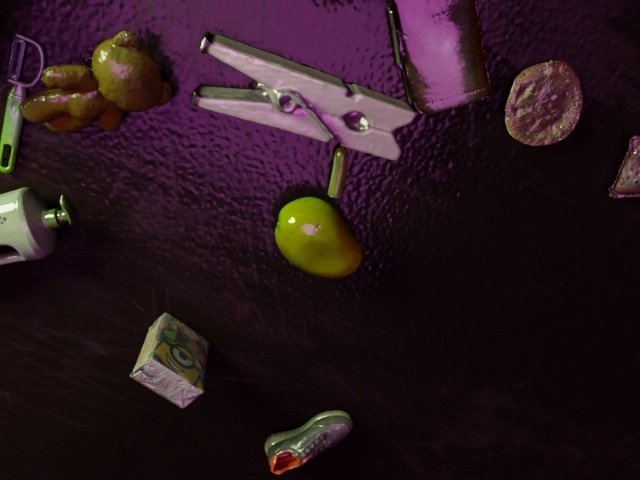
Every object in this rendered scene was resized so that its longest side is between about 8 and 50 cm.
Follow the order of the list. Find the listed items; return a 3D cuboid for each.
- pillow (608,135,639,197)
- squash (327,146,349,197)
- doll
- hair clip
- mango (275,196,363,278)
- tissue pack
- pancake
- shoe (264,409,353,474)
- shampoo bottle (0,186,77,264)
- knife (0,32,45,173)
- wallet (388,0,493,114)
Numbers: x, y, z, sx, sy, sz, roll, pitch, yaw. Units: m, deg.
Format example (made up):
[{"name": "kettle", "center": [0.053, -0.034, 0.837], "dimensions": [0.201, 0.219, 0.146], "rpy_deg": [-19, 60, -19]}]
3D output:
[{"name": "pillow", "center": [0.602, -0.124, 0.892], "dimensions": [0.185, 0.043, 0.118], "rpy_deg": [5, 119, -5]}, {"name": "squash", "center": [0.031, -0.113, 0.845], "dimensions": [0.027, 0.027, 0.083], "rpy_deg": [7, 112, -9]}, {"name": "doll", "center": [-0.324, -0.220, 0.734], "dimensions": [0.209, 0.097, 0.137], "rpy_deg": [-17, 152, 9]}, {"name": "hair clip", "center": [-0.022, -0.205, 0.768], "dimensions": [0.330, 0.085, 0.101], "rpy_deg": [15, 113, -14]}, {"name": "mango", "center": [-0.006, 0.003, 0.856], "dimensions": [0.117, 0.089, 0.163], "rpy_deg": [-32, 113, 8]}, {"name": "tissue pack", "center": [-0.253, 0.204, 0.885], "dimensions": [0.108, 0.148, 0.060], "rpy_deg": [41, 102, -20]}, {"name": "pancake", "center": [0.362, -0.220, 0.835], "dimensions": [0.139, 0.022, 0.140], "rpy_deg": [-2, 114, -5]}, {"name": "shoe", "center": [-0.021, 0.413, 1.037], "dimensions": [0.194, 0.077, 0.074], "rpy_deg": [-22, 113, 4]}, {"name": "shampoo bottle", "center": [-0.497, -0.015, 0.799], "dimensions": [0.234, 0.087, 0.118], "rpy_deg": [-13, 112, 0]}, {"name": "knife", "center": [-0.446, -0.195, 0.768], "dimensions": [0.054, 0.015, 0.212], "rpy_deg": [16, 110, -21]}, {"name": "wallet", "center": [0.173, -0.323, 0.768], "dimensions": [0.137, 0.031, 0.255], "rpy_deg": [-15, 112, 4]}]
